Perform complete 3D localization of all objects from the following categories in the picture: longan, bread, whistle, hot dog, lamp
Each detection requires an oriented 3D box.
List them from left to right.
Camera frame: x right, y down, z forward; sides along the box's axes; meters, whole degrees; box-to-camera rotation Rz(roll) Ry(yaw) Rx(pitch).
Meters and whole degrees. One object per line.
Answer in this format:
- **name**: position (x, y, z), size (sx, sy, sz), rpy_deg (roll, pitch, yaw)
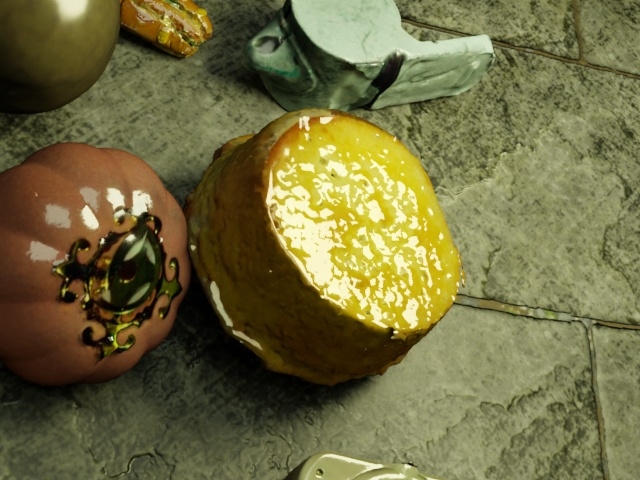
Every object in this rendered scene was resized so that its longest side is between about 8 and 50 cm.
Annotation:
- **longan**: position (-0.425, -0.313, 1.427), size (0.319, 0.319, 0.319), rpy_deg (10, 60, -18)
- **lamp**: position (-0.310, 0.026, 1.329), size (0.240, 0.305, 0.305), rpy_deg (15, 44, 39)
- **hot dog**: position (-0.292, -0.375, 1.657), size (0.269, 0.072, 0.115), rpy_deg (30, 64, -7)
- **bread**: position (0.000, 0.000, 1.466), size (0.398, 0.215, 0.398), rpy_deg (20, 53, -30)
- **whistle**: position (0.081, -0.285, 1.708), size (0.405, 0.168, 0.188), rpy_deg (17, 58, -14)

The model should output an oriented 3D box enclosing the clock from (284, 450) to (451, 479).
- **clock**: position (0.075, 0.438, 1.357), size (0.284, 0.114, 0.309), rpy_deg (18, 60, -16)
